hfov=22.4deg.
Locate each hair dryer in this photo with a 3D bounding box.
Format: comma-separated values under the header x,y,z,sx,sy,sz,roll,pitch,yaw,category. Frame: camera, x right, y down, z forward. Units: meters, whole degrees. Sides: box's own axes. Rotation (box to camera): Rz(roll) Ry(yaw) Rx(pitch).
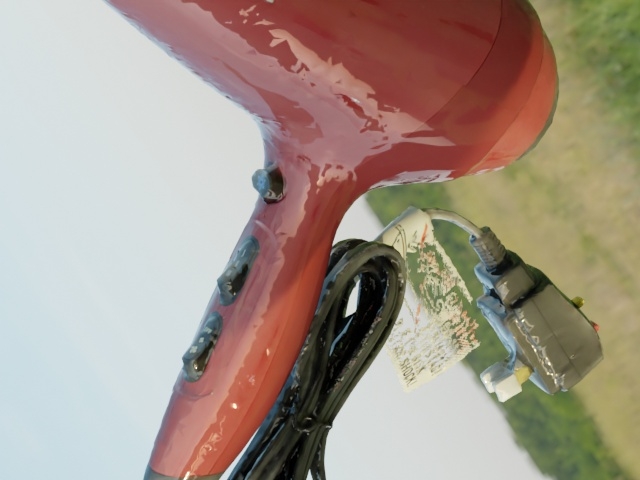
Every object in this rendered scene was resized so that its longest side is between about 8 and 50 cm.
x,y,z,sx,sy,sz,roll,pitch,yaw,category
0.000,0.000,0.529,0.080,0.223,0.293,13,136,48,hair dryer
